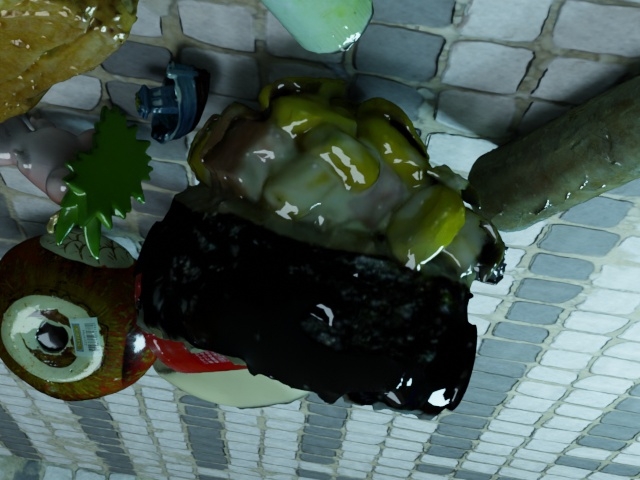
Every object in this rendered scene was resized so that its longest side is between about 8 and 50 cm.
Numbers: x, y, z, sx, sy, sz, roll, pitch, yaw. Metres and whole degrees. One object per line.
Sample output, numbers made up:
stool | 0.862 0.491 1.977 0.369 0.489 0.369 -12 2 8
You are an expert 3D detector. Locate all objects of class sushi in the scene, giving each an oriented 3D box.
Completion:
sushi | 0.000 0.000 1.166 0.328 0.285 0.329 16 178 -1

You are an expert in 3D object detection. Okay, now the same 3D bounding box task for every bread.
bread | -0.277 -0.195 0.968 0.167 0.132 0.294 24 152 -32

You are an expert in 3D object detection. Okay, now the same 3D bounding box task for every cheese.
cheese | -0.126 0.157 1.729 0.266 0.127 0.233 -14 145 38

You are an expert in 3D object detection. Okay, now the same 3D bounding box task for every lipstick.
lipstick | -0.057 -0.242 0.850 0.076 0.076 0.304 -5 153 31

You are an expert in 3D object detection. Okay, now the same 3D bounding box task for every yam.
yam | 0.249 -0.083 1.075 0.093 0.093 0.259 21 154 -25

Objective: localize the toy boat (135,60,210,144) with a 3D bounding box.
toy boat | -0.148 -0.136 1.142 0.061 0.060 0.137 -5 166 -22

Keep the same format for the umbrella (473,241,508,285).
umbrella | 0.105 0.015 1.401 0.235 0.059 0.066 6 135 13

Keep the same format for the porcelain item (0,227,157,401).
porcelain item | -0.321 0.090 1.593 0.253 0.253 0.253 8 157 4

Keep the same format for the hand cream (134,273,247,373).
hand cream | -0.122 0.068 1.440 0.125 0.193 0.193 -7 152 36

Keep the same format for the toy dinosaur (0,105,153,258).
toy dinosaur | -0.291 -0.066 1.268 0.177 0.152 0.194 0 150 40
